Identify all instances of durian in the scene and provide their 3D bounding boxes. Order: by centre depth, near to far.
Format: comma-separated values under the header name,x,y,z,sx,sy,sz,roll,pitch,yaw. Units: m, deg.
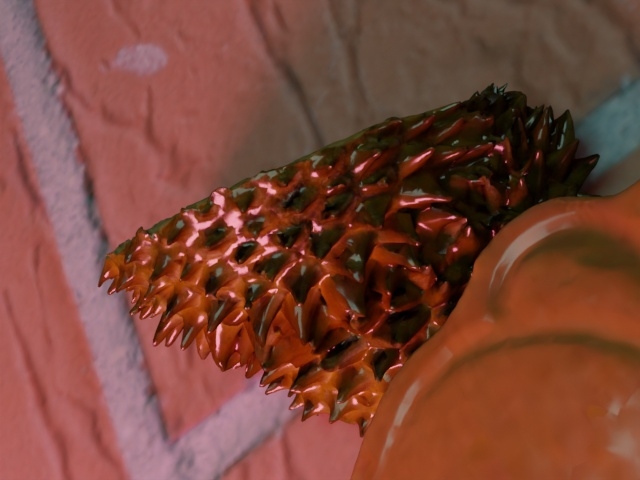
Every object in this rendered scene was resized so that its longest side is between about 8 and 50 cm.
name,x,y,z,sx,sy,sz,roll,pitch,yaw
durian,0.000,0.000,0.696,0.252,0.144,0.139,-31,31,31

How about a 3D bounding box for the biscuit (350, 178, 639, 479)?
name,x,y,z,sx,sy,sz,roll,pitch,yaw
biscuit,0.147,0.115,0.526,0.351,0.057,0.312,-23,64,29
